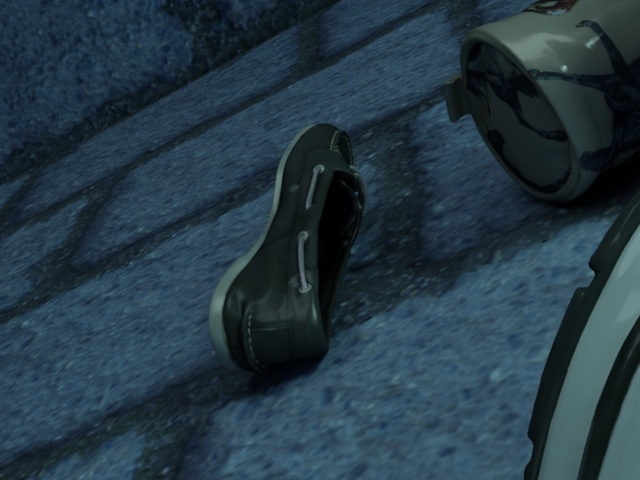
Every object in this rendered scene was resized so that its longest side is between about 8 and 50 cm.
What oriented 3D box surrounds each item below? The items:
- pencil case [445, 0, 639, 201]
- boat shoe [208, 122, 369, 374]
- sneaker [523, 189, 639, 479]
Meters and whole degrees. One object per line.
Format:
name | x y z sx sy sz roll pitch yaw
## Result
pencil case | 0.306 -0.197 0.986 0.410 0.160 0.183 -33 28 -7
boat shoe | 0.000 0.000 1.056 0.095 0.112 0.335 -3 34 20
sneaker | 0.240 0.023 0.358 0.447 0.169 0.257 -61 28 -4
